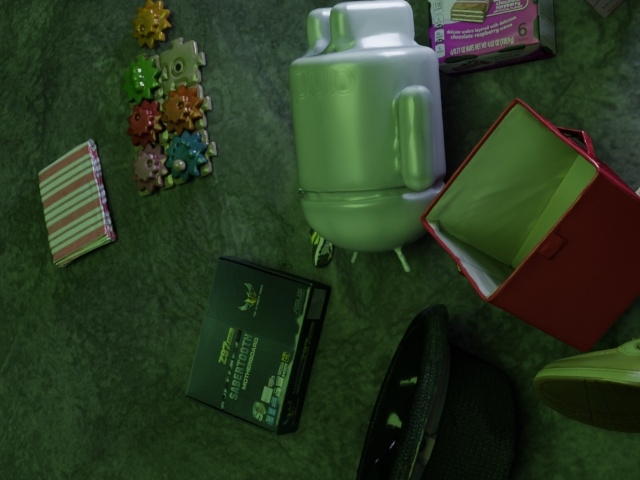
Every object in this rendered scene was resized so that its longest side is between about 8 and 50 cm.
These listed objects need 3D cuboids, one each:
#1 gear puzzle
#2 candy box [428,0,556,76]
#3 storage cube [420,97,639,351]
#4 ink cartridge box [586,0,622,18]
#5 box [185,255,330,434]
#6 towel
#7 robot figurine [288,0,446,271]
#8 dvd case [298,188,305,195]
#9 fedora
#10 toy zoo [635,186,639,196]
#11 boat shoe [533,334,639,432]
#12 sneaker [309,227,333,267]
[{"bbox_3d":[-0.271,-0.255,1.588,0.175,0.044,0.339,-15,77,30],"label":"gear puzzle"},{"bbox_3d":[0.228,-0.356,1.277,0.159,0.071,0.234,-6,81,31],"label":"candy box"},{"bbox_3d":[0.274,-0.016,1.108,0.215,0.193,0.184,-52,36,15],"label":"storage cube"},{"bbox_3d":[0.356,-0.338,1.168,0.088,0.122,0.052,-45,68,20],"label":"ink cartridge box"},{"bbox_3d":[-0.098,0.155,1.429,0.183,0.059,0.233,16,93,33],"label":"box"},{"bbox_3d":[-0.438,-0.066,1.684,0.144,0.029,0.197,-25,70,27],"label":"towel"},{"bbox_3d":[0.064,-0.136,1.257,0.300,0.199,0.354,-164,67,-67],"label":"robot figurine"},{"bbox_3d":[0.014,-0.122,1.417,0.087,0.013,0.120,11,92,32],"label":"dvd case"},{"bbox_3d":[0.152,0.256,1.188,0.152,0.334,0.334,19,96,-4],"label":"fedora"},{"bbox_3d":[0.459,0.014,1.053,0.192,0.030,0.293,-53,38,16],"label":"toy zoo"},{"bbox_3d":[0.405,0.157,1.105,0.302,0.109,0.098,-6,43,30],"label":"boat shoe"},{"bbox_3d":[0.000,0.000,1.407,0.035,0.031,0.083,8,85,45],"label":"sneaker"}]
